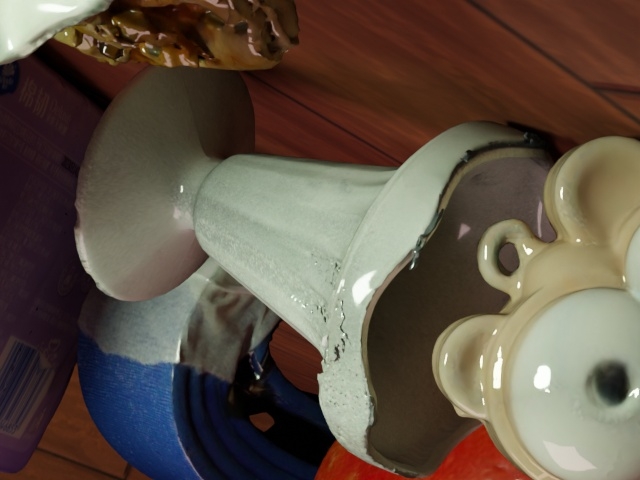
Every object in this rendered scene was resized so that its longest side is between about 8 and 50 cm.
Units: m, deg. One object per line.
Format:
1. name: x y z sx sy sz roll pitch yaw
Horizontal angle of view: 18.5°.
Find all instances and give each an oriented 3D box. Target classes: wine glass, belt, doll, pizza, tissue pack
1. wine glass: 0.000 0.000 0.905 0.196 0.165 0.165 25 176 34
2. belt: 0.010 0.092 1.286 0.347 0.212 0.117 23 174 -40
3. doll: 0.187 0.065 0.812 0.278 0.154 0.119 21 178 -3
4. pizza: -0.099 -0.109 0.704 0.147 0.069 0.226 20 173 27
5. tissue pack: -0.248 -0.008 1.167 0.160 0.242 0.338 22 173 18

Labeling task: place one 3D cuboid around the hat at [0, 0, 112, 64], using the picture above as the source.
1. hat: -0.183 -0.146 0.515 0.301 0.168 0.258 45 -171 1

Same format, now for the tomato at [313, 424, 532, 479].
1. tomato: 0.158 0.179 1.134 0.325 0.290 0.293 -10 118 50
